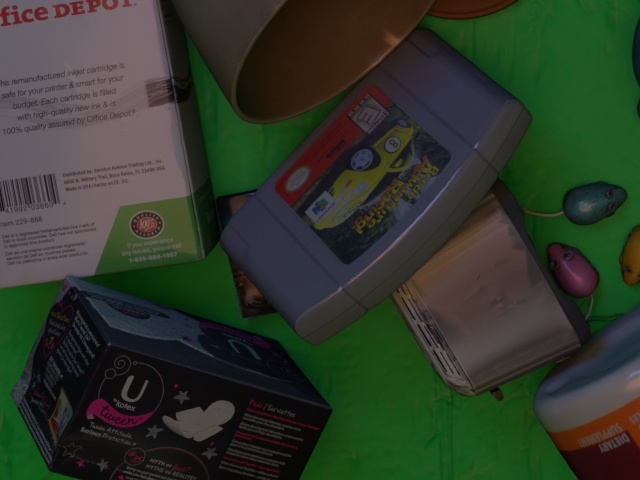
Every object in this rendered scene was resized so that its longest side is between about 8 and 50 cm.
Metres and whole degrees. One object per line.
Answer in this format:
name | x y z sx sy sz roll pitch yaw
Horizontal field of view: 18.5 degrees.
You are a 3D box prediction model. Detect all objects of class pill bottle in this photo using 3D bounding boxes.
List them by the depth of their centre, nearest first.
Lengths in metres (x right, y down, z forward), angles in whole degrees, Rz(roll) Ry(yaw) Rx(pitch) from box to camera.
pill bottle | 0.391 0.251 1.835 0.224 0.224 0.392 -34 95 11

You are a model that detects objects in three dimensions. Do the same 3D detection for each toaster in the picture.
toaster | 0.142 0.039 1.862 0.146 0.129 0.227 -31 100 -2

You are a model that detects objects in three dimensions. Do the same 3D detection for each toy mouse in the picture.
toy mouse | 0.260 0.000 1.903 0.143 0.031 0.161 27 102 1

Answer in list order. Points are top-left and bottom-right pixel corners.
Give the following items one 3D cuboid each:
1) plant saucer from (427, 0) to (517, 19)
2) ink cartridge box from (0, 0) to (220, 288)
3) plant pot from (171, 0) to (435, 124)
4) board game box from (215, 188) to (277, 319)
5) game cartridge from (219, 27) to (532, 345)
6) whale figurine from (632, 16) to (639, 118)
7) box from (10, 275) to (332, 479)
plant saucer | 0.130 -0.308 1.860 0.200 0.037 0.200 1 101 6
ink cartridge box | -0.226 -0.116 1.892 0.211 0.121 0.289 -7 100 8
plant pot | -0.060 -0.291 1.792 0.256 0.256 0.274 -45 71 12
board game box | 0.000 0.000 1.936 0.186 0.026 0.126 -12 98 9
game cartridge | 0.051 -0.050 1.826 0.294 0.196 0.060 -47 136 2
whale figurine | 0.382 -0.119 1.801 0.216 0.141 0.272 -4 113 35
box | -0.142 0.151 1.864 0.247 0.163 0.142 20 104 -29
